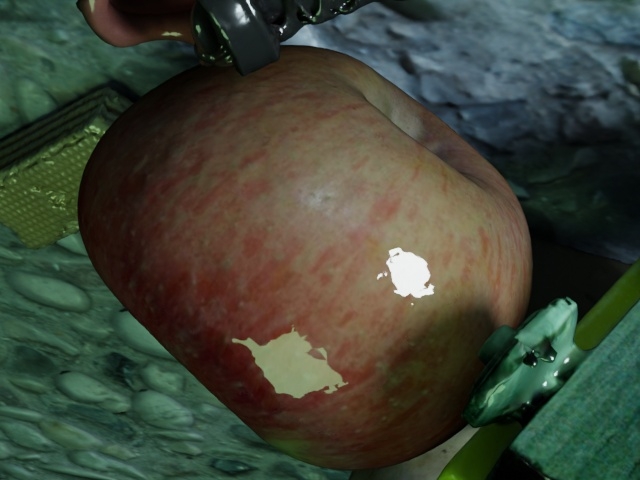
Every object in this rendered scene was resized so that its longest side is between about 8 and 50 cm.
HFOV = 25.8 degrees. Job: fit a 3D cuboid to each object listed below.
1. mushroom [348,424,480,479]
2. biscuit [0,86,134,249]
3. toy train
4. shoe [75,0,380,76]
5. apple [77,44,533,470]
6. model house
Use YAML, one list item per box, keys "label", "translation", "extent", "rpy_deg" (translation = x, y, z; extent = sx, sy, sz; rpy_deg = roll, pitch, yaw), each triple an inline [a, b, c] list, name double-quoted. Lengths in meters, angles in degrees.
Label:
- label: "mushroom"
  translation: [0.151, 0.295, 1.551]
  extent: [0.255, 0.184, 0.255]
  rpy_deg: [-6, 149, -3]
- label: "biscuit"
  translation: [-0.227, -0.059, 1.268]
  extent: [0.239, 0.062, 0.108]
  rpy_deg: [-19, 135, 43]
- label: "toy train"
  translation: [0.234, 0.101, 0.997]
  extent: [0.179, 0.442, 0.272]
  rpy_deg: [40, 146, 15]
- label: "shoe"
  translation: [-0.041, -0.181, 0.928]
  extent: [0.291, 0.137, 0.114]
  rpy_deg: [2, 147, 19]
- label: "apple"
  translation: [0.000, 0.000, 1.042]
  extent: [0.345, 0.269, 0.345]
  rpy_deg: [45, 178, 2]
- label: "model house"
  translation: [0.200, 0.085, 1.262]
  extent: [0.229, 0.122, 0.188]
  rpy_deg: [15, 151, -6]
